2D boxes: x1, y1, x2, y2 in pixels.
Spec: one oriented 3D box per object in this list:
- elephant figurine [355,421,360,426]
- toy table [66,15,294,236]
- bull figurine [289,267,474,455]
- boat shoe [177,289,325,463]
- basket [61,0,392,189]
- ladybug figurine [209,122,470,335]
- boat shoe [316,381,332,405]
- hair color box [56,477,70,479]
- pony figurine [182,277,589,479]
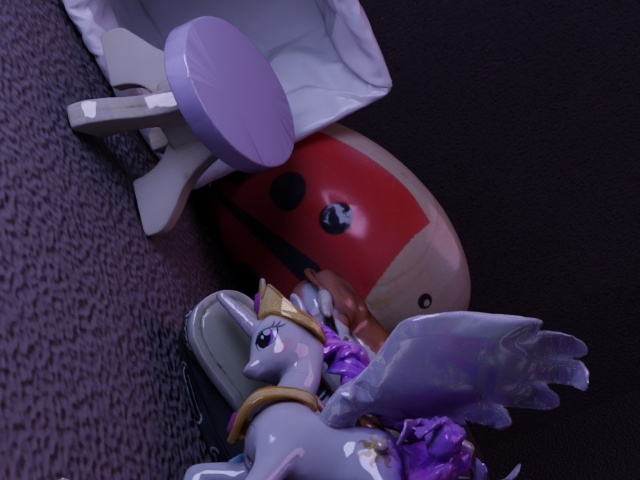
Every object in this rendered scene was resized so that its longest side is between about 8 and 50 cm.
[{"bbox_3d":[0.053,0.267,1.567,0.239,0.169,0.186,52,-23,8],"label":"elephant figurine"},{"bbox_3d":[-0.155,-0.144,1.191,0.274,0.161,0.252,33,44,-63],"label":"toy table"},{"bbox_3d":[0.062,0.171,1.212,0.310,0.101,0.188,51,15,-6],"label":"bull figurine"},{"bbox_3d":[-0.059,0.220,1.104,0.340,0.127,0.113,58,-35,-3],"label":"boat shoe"},{"bbox_3d":[-0.123,-0.310,1.383,0.266,0.331,0.328,-105,168,-55],"label":"basket"},{"bbox_3d":[0.000,0.000,1.449,0.449,0.305,0.162,36,33,22],"label":"ladybug figurine"},{"bbox_3d":[-0.041,0.176,1.314,0.105,0.113,0.306,58,11,-8],"label":"boat shoe"},{"bbox_3d":[-0.155,0.234,0.674,0.072,0.043,0.141,50,19,-62],"label":"hair color box"},{"bbox_3d":[0.037,0.199,0.940,0.363,0.351,0.303,-75,180,-46],"label":"pony figurine"}]
